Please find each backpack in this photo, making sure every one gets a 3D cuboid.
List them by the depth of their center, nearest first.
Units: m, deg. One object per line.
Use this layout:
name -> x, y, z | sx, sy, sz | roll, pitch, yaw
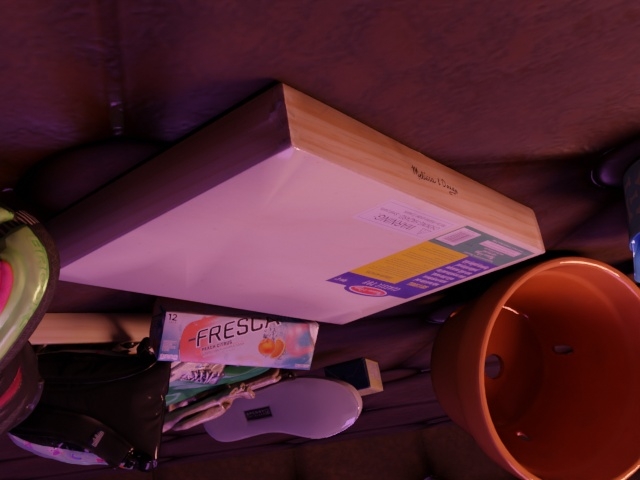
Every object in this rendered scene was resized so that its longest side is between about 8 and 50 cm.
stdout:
backpack -> -0.269, 0.193, 0.860 | 0.182, 0.151, 0.115 | 6, 147, -9

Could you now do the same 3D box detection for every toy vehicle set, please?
toy vehicle set -> -0.310, 0.130, 0.926 | 0.267, 0.035, 0.166 | 3, 156, -31

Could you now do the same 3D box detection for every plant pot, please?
plant pot -> 0.280, 0.174, 1.010 | 0.291, 0.290, 0.203 | -1, 174, -22

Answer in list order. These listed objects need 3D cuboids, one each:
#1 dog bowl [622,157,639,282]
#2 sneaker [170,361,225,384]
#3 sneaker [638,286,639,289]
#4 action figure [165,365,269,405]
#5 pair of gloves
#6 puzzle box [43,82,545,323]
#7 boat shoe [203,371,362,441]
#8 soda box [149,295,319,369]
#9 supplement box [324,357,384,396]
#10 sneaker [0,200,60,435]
dog bowl -> 0.391, -0.031, 0.767 | 0.166, 0.074, 0.297 | -17, 159, 19
sneaker -> -0.156, 0.167, 1.006 | 0.135, 0.058, 0.052 | -23, 172, -36
sneaker -> 0.464, 0.115, 1.041 | 0.092, 0.228, 0.087 | 19, -172, -26
action figure -> -0.159, 0.191, 1.122 | 0.232, 0.063, 0.137 | -13, 159, -11
pair of gloves -> -0.183, 0.258, 1.243 | 0.204, 0.042, 0.240 | -21, 178, 16
puzzle box -> 0.000, 0.000, 0.699 | 0.272, 0.052, 0.409 | -24, 156, 32
boat shoe -> -0.059, 0.295, 1.350 | 0.306, 0.113, 0.105 | -19, -178, 25
soda box -> -0.099, 0.106, 0.866 | 0.183, 0.058, 0.063 | 7, -169, -23
supplement box -> 0.064, 0.261, 1.417 | 0.083, 0.056, 0.083 | -18, 158, 20
sneaker -> -0.344, 0.099, 0.662 | 0.483, 0.185, 0.202 | -40, 174, 38
